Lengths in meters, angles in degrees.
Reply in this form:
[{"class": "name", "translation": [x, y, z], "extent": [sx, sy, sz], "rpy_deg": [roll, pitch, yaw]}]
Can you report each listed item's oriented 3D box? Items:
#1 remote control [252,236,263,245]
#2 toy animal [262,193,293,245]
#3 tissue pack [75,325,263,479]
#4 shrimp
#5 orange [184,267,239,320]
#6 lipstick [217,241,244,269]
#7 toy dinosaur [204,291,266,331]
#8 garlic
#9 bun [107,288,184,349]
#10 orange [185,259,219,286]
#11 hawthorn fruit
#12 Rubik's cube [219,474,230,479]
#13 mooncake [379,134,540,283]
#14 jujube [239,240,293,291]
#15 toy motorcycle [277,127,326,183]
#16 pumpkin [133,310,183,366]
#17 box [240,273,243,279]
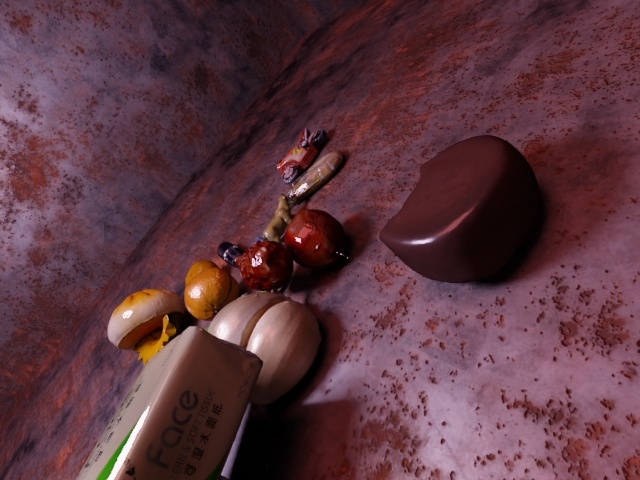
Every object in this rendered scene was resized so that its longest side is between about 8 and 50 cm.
[{"class": "remote control", "translation": [-0.223, 0.017, 1.721], "extent": [0.043, 0.027, 0.152], "rpy_deg": [-58, 28, -5]}, {"class": "toy animal", "translation": [-0.146, -0.065, 1.635], "extent": [0.103, 0.101, 0.218], "rpy_deg": [-5, 51, 53]}, {"class": "tissue pack", "translation": [-0.329, 0.420, 0.924], "extent": [0.332, 0.205, 0.404], "rpy_deg": [-38, 23, 45]}, {"class": "shrimp", "translation": [-0.039, -0.238, 1.738], "extent": [0.317, 0.077, 0.168], "rpy_deg": [-38, 21, 10]}, {"class": "orange", "translation": [-0.376, 0.191, 1.566], "extent": [0.193, 0.193, 0.161], "rpy_deg": [-48, 54, 1]}, {"class": "lipstick", "translation": [-0.334, 0.063, 1.753], "extent": [0.081, 0.081, 0.300], "rpy_deg": [-54, 27, -9]}, {"class": "toy dinosaur", "translation": [-0.312, 0.283, 1.467], "extent": [0.375, 0.144, 0.500], "rpy_deg": [-16, 28, 44]}, {"class": "garlic", "translation": [-0.153, 0.275, 1.172], "extent": [0.313, 0.286, 0.249], "rpy_deg": [-52, -16, -18]}, {"class": "bun", "translation": [-0.683, 0.286, 1.748], "extent": [0.299, 0.299, 0.164], "rpy_deg": [-38, 71, 18]}, {"class": "orange", "translation": [-0.460, 0.154, 1.779], "extent": [0.156, 0.124, 0.156], "rpy_deg": [-24, 55, 39]}, {"class": "hawthorn fruit", "translation": [0.000, 0.000, 1.305], "extent": [0.235, 0.181, 0.181], "rpy_deg": [26, 76, 49]}, {"class": "Rubik's cube", "translation": [-0.155, 0.567, 0.840], "extent": [0.155, 0.154, 0.151], "rpy_deg": [10, 63, 57]}, {"class": "mooncake", "translation": [0.293, -0.055, 0.962], "extent": [0.334, 0.174, 0.325], "rpy_deg": [-32, 30, 33]}, {"class": "jujube", "translation": [-0.153, 0.072, 1.312], "extent": [0.155, 0.155, 0.230], "rpy_deg": [-60, 10, -20]}, {"class": "toy motorcycle", "translation": [-0.090, -0.364, 1.926], "extent": [0.171, 0.089, 0.298], "rpy_deg": [8, 61, 57]}, {"class": "pumpkin", "translation": [-0.578, 0.386, 1.714], "extent": [0.254, 0.149, 0.130], "rpy_deg": [-44, 69, 24]}, {"class": "box", "translation": [-0.269, 0.106, 1.688], "extent": [0.083, 0.012, 0.046], "rpy_deg": [-47, 28, 5]}]
